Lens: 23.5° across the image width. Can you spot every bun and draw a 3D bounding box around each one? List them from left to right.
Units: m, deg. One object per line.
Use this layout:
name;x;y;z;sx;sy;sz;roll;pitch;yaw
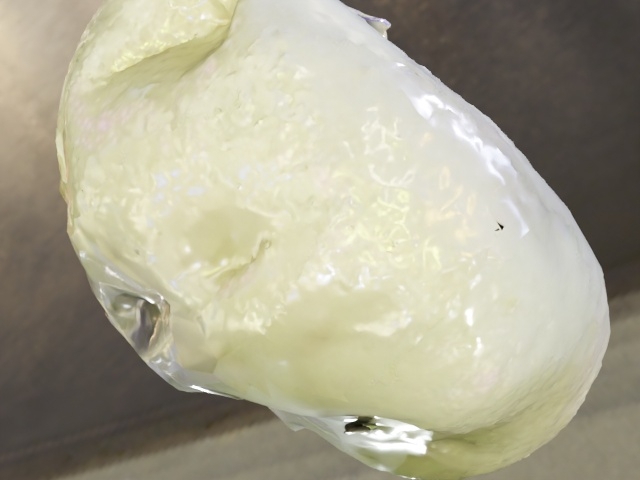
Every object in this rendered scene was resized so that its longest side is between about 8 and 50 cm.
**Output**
bun;-0.002;-0.001;0.664;0.168;0.273;0.273;-50;21;-2
